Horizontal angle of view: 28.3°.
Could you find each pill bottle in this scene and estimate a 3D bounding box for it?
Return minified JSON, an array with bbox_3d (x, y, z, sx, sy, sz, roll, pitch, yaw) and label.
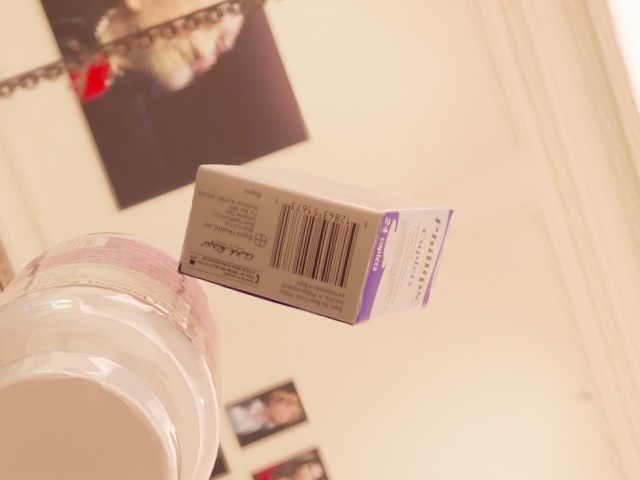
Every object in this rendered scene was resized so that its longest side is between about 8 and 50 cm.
[{"bbox_3d":[-0.145,0.100,0.797,0.301,0.169,0.169,-108,178,-78],"label":"pill bottle"}]

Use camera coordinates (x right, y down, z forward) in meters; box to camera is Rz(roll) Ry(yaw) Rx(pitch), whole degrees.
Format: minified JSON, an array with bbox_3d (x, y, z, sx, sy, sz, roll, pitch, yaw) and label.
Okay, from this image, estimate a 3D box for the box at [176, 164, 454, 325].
[{"bbox_3d":[0.000,0.000,0.805,0.137,0.126,0.072,-5,109,-66],"label":"box"}]
